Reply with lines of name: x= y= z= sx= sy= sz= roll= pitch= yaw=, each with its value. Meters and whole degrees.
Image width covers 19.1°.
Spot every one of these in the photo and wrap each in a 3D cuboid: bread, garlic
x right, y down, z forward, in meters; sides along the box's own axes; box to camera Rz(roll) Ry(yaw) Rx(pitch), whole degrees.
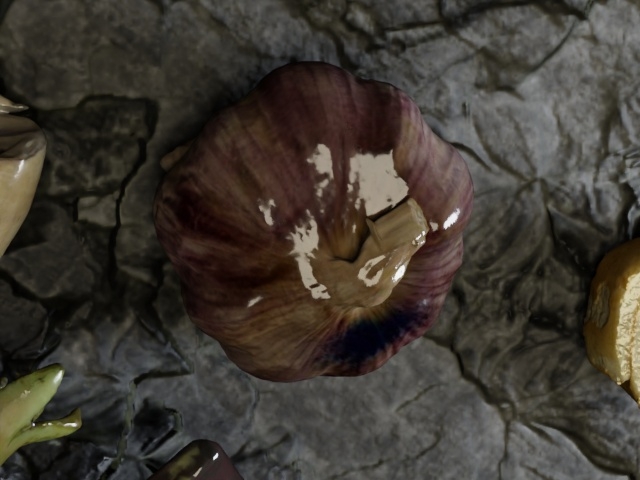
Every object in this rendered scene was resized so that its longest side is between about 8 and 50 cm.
bread: x=0.271 y=0.068 z=1.504 sx=0.122 sy=0.073 sz=0.149 roll=-3 pitch=107 yaw=-7
garlic: x=0.000 y=0.000 z=1.366 sx=0.245 sy=0.160 sz=0.245 roll=-6 pitch=119 yaw=-11

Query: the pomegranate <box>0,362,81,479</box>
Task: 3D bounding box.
pomegranate: x=-0.304 y=0.210 z=1.327 sx=0.340 sy=0.260 sz=0.260 roll=-43 pitch=115 yaw=-25

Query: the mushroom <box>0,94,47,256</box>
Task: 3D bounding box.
mushroom: x=-0.321 y=-0.032 z=1.261 sx=0.253 sy=0.195 sz=0.189 roll=16 pitch=107 yaw=-15

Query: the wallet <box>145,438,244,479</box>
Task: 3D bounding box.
wallet: x=-0.121 y=0.238 z=1.400 sx=0.182 sy=0.049 sz=0.229 roll=-38 pitch=156 yaw=-9
